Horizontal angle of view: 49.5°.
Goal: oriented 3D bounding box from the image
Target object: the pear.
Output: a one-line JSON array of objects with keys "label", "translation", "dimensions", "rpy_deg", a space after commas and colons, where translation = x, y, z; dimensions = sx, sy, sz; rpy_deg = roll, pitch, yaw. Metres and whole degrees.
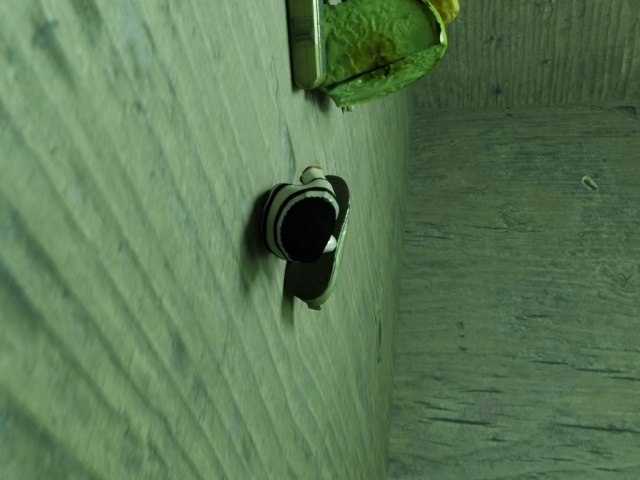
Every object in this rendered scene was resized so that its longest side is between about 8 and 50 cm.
[{"label": "pear", "translation": [0.112, -0.407, 1.467], "dimensions": [0.282, 0.287, 0.176], "rpy_deg": [7, 64, -78]}]

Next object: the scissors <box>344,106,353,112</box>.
[{"label": "scissors", "translation": [0.055, -0.391, 1.718], "dimensions": [0.204, 0.027, 0.101], "rpy_deg": [70, 24, -53]}]

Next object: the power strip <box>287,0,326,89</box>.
[{"label": "power strip", "translation": [-0.025, -0.472, 1.258], "dimensions": [0.092, 0.066, 0.387], "rpy_deg": [-62, 149, -70]}]

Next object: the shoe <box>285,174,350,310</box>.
[{"label": "shoe", "translation": [0.000, 0.000, 1.290], "dimensions": [0.098, 0.103, 0.274], "rpy_deg": [72, 27, -58]}]

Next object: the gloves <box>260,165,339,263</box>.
[{"label": "gloves", "translation": [-0.038, -0.038, 1.101], "dimensions": [0.219, 0.132, 0.140], "rpy_deg": [-148, -132, -68]}]

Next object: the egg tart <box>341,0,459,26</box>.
[{"label": "egg tart", "translation": [0.151, -0.574, 1.458], "dimensions": [0.132, 0.341, 0.341], "rpy_deg": [-59, 161, -9]}]
